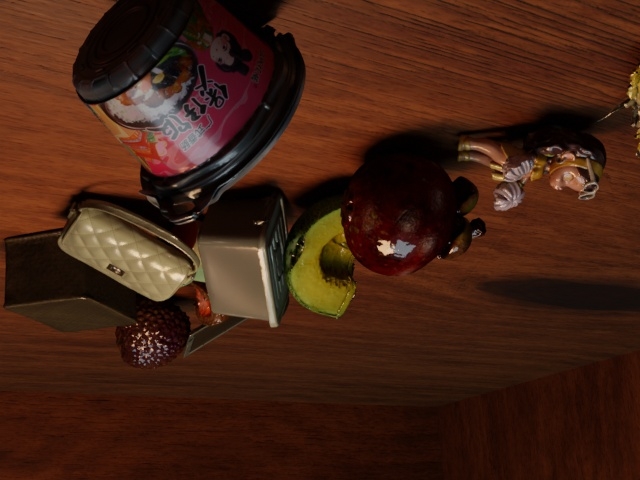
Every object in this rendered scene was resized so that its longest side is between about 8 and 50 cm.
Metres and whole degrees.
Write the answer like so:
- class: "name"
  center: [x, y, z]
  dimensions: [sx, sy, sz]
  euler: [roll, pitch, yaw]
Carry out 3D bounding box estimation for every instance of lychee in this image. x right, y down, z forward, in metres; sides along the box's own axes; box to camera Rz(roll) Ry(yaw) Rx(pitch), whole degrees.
- class: "lychee"
  center: [-0.397, 0.219, 2.439]
  dimensions: [0.188, 0.188, 0.188]
  euler: [-4, 161, -1]

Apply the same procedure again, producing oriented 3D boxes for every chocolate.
- class: "chocolate"
  center: [-0.237, 0.117, 2.253]
  dimensions: [0.124, 0.127, 0.133]
  euler: [26, 163, 0]

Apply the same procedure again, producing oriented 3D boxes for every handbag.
- class: "handbag"
  center: [-0.342, 0.011, 1.849]
  dimensions: [0.256, 0.079, 0.219]
  euler: [31, 151, -14]

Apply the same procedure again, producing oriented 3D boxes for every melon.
- class: "melon"
  center: [0.000, 0.000, 1.898]
  dimensions: [0.169, 0.129, 0.265]
  euler: [6, 119, -36]

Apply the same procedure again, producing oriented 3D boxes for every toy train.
- class: "toy train"
  center: [-0.202, 0.030, 2.055]
  dimensions: [0.285, 0.116, 0.177]
  euler: [16, 140, -44]

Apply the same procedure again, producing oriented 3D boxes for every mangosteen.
- class: "mangosteen"
  center: [0.163, -0.045, 1.734]
  dimensions: [0.257, 0.215, 0.215]
  euler: [3, 160, -15]

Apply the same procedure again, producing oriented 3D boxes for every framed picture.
- class: "framed picture"
  center: [-0.208, 0.182, 2.431]
  dimensions: [0.273, 0.016, 0.216]
  euler: [-30, 170, -21]

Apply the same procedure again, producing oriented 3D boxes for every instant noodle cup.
- class: "instant noodle cup"
  center: [-0.171, -0.191, 1.203]
  dimensions: [0.258, 0.302, 0.181]
  euler: [-23, 133, 31]

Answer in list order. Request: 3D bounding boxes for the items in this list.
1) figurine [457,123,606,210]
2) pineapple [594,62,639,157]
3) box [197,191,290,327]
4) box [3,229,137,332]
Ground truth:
- class: "figurine"
  center: [0.347, -0.129, 1.685]
  dimensions: [0.240, 0.116, 0.175]
  euler: [-1, 160, 6]
- class: "pineapple"
  center: [0.539, -0.223, 1.478]
  dimensions: [0.161, 0.158, 0.334]
  euler: [-43, 168, -8]
- class: "box"
  center: [-0.137, 0.033, 1.891]
  dimensions: [0.135, 0.163, 0.243]
  euler: [3, 131, 11]
- class: "box"
  center: [-0.500, 0.087, 2.077]
  dimensions: [0.184, 0.143, 0.273]
  euler: [-9, 162, 11]
